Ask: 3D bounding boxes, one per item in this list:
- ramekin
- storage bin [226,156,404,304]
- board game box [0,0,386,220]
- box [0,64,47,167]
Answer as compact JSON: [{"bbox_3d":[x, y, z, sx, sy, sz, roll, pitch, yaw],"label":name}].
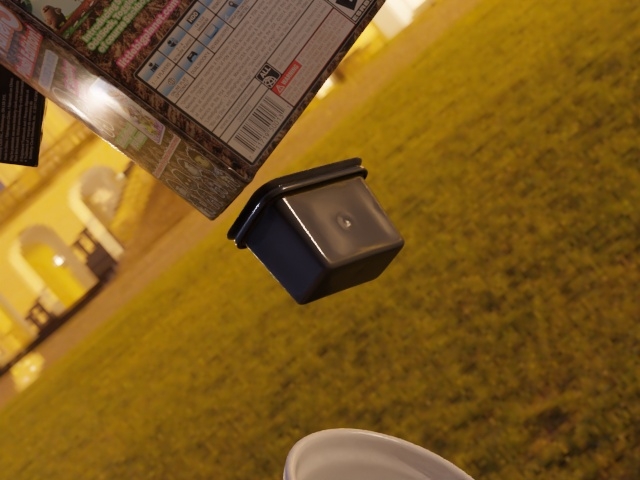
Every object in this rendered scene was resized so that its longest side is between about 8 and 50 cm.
[{"bbox_3d":[0.071,0.347,1.378,0.277,0.277,0.135,-51,-18,-69],"label":"ramekin"},{"bbox_3d":[0.000,0.000,1.053,0.135,0.091,0.098,-16,-28,-45],"label":"storage bin"},{"bbox_3d":[-0.118,-0.199,0.907,0.232,0.291,0.141,-54,7,-19],"label":"board game box"},{"bbox_3d":[-0.441,-0.197,1.362,0.165,0.270,0.143,-98,19,-51],"label":"box"}]
